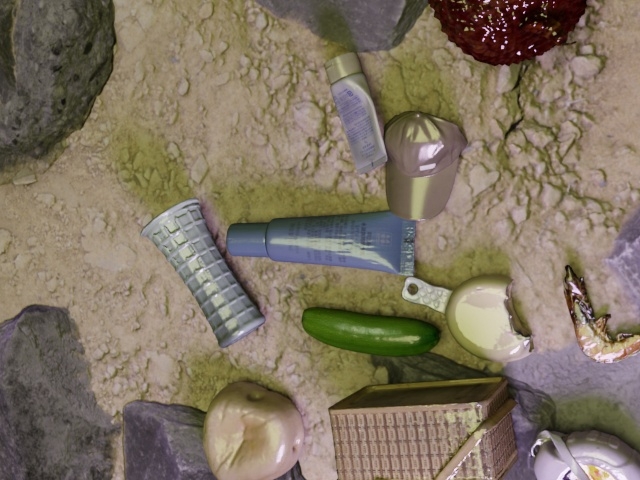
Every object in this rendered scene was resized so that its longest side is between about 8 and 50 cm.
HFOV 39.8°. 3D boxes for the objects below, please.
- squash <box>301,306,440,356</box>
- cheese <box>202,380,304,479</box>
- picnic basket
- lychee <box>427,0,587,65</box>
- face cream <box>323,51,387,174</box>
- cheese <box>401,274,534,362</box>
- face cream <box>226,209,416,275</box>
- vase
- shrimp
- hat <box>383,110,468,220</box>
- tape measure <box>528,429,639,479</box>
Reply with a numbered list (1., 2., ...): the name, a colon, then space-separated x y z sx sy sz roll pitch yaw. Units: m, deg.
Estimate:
1. squash: 0.093 0.182 1.735 0.292 0.082 0.082 5 97 24
2. cheese: -0.150 0.403 1.841 0.235 0.117 0.218 -39 78 18
3. picnic basket: 0.199 0.365 1.628 0.312 0.228 0.175 -8 90 24
4. lychee: 0.321 -0.421 1.487 0.264 0.264 0.300 -50 52 19
5. face cream: 0.072 -0.246 1.711 0.114 0.070 0.224 -21 86 62
6. cheese: 0.274 0.147 1.661 0.248 0.071 0.163 -2 94 23
7. face cream: 0.000 0.000 1.759 0.385 0.086 0.136 1 79 18
8. vase: -0.238 0.073 1.839 0.143 0.143 0.299 -36 83 22
9. shrimp: 0.517 0.121 1.573 0.147 0.035 0.195 -18 95 26
10. hat: 0.175 -0.137 1.652 0.166 0.144 0.173 7 72 24
11. tape measure: 0.487 0.440 1.570 0.197 0.120 0.236 -16 93 29
